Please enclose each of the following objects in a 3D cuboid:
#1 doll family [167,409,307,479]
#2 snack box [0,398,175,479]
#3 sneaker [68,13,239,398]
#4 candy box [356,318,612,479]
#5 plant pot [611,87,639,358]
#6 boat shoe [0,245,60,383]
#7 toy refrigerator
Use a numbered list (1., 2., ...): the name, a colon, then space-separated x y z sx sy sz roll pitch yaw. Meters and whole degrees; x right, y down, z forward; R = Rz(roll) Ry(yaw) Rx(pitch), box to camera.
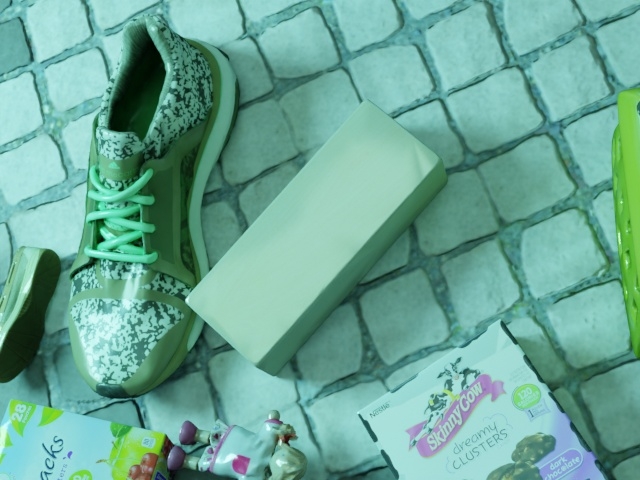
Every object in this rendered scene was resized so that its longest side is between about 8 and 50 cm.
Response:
1. doll family: -0.080 0.295 1.196 0.163 0.118 0.263 8 57 25
2. snack box: -0.253 0.276 1.238 0.175 0.070 0.207 11 65 15
3. sneaker: -0.198 -0.048 1.287 0.158 0.182 0.410 1 73 16
4. candy box: 0.155 0.200 1.166 0.165 0.070 0.196 -34 67 3
5. plant pot: 0.371 -0.030 1.107 0.228 0.207 0.227 -7 71 15
6. boat shoe: -0.327 0.078 1.355 0.048 0.056 0.153 8 73 28
7. toy refrigerator: 0.000 0.000 1.267 0.102 0.094 0.269 40 87 16
